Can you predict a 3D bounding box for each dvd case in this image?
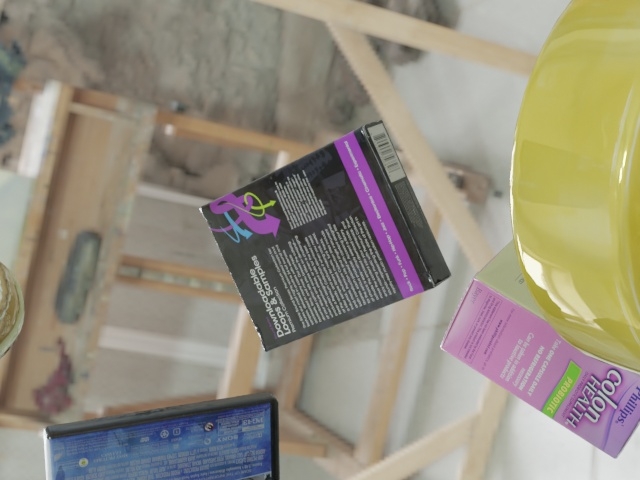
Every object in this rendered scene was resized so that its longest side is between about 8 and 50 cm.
[{"bbox_3d":[-0.117,0.248,1.114,0.022,0.180,0.253,-146,52,-62],"label":"dvd case"}]

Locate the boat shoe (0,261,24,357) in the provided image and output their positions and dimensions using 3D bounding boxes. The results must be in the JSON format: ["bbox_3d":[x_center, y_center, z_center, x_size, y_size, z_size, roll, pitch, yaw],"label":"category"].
[{"bbox_3d":[-0.202,0.034,0.520,0.072,0.190,0.068,99,150,-54],"label":"boat shoe"}]

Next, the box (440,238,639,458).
[{"bbox_3d":[0.305,0.104,1.709,0.243,0.213,0.117,31,126,15],"label":"box"}]

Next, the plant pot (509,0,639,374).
[{"bbox_3d":[0.269,-0.028,0.743,0.239,0.254,0.254,18,96,50],"label":"plant pot"}]

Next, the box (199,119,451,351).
[{"bbox_3d":[0.000,0.000,0.986,0.162,0.029,0.116,-23,91,38],"label":"box"}]
